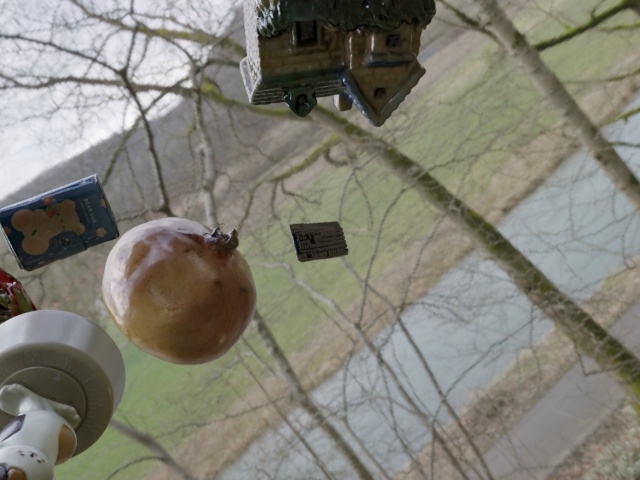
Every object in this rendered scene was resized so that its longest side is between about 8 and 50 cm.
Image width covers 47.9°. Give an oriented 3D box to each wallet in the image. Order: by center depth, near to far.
[{"bbox_3d":[-0.506,-0.032,1.396,0.202,0.141,0.059,-22,26,-12],"label":"wallet"}]

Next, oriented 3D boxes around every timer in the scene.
[{"bbox_3d":[-0.298,0.199,0.748,0.175,0.175,0.266,-38,20,0],"label":"timer"}]

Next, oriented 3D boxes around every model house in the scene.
[{"bbox_3d":[0.031,-0.483,1.863,0.446,0.399,0.395,-8,35,-15],"label":"model house"}]

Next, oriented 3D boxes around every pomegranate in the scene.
[{"bbox_3d":[-0.290,0.094,1.552,0.338,0.338,0.338,-38,3,2],"label":"pomegranate"}]

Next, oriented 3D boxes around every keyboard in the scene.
[{"bbox_3d":[0.002,0.000,1.363,0.015,0.074,0.196,-13,-4,28],"label":"keyboard"}]

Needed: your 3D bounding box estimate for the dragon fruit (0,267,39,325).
[{"bbox_3d":[-0.549,0.125,1.063,0.231,0.302,0.237,-32,22,-9],"label":"dragon fruit"}]
